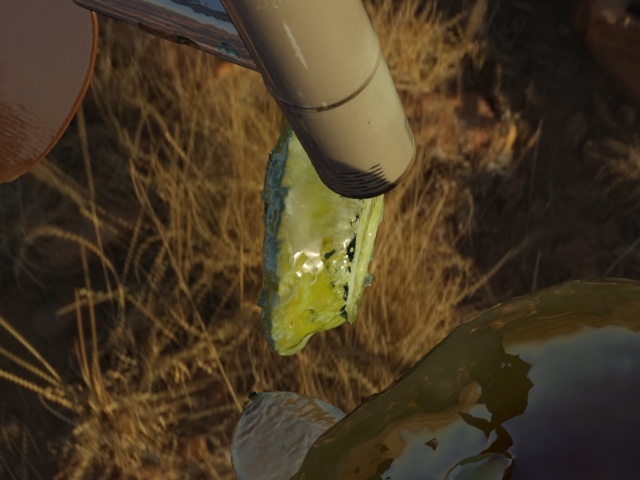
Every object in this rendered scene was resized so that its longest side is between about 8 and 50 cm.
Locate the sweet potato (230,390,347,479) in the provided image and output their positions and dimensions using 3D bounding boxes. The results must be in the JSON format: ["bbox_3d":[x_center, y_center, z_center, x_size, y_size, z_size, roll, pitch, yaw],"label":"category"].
[{"bbox_3d":[-0.011,0.288,1.425,0.131,0.336,0.131,-5,46,5],"label":"sweet potato"}]

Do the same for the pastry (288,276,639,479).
[{"bbox_3d":[0.152,0.211,0.585,0.410,0.245,0.409,-1,102,-5],"label":"pastry"}]

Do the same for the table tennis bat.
[{"bbox_3d":[-0.234,-0.071,0.856,0.154,0.274,0.021,21,30,-22],"label":"table tennis bat"}]

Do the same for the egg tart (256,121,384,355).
[{"bbox_3d":[0.000,0.000,1.058,0.078,0.197,0.197,9,68,9],"label":"egg tart"}]

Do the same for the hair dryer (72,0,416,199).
[{"bbox_3d":[-0.067,-0.122,0.647,0.220,0.195,0.053,32,77,26],"label":"hair dryer"}]
